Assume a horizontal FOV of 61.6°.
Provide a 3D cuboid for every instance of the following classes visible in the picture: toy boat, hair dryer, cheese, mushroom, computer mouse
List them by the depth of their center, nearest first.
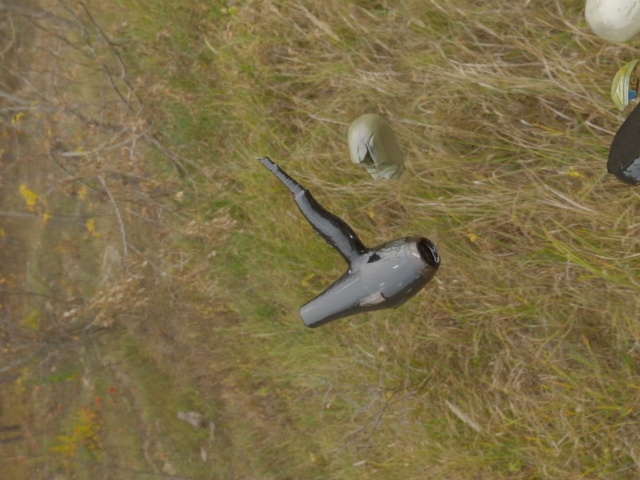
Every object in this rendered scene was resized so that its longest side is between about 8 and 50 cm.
[{"bbox_3d":[0.000,0.000,0.924,0.303,0.359,0.120,-28,23,39],"label":"hair dryer"},{"bbox_3d":[0.785,-0.256,1.223,0.323,0.116,0.183,103,-176,-58],"label":"computer mouse"},{"bbox_3d":[0.133,-0.228,1.332,0.091,0.202,0.175,-21,90,25],"label":"cheese"},{"bbox_3d":[0.874,-0.447,1.531,0.065,0.066,0.172,81,-151,-66],"label":"toy boat"},{"bbox_3d":[1.073,-0.807,1.784,0.314,0.335,0.315,-172,90,-84],"label":"mushroom"}]
